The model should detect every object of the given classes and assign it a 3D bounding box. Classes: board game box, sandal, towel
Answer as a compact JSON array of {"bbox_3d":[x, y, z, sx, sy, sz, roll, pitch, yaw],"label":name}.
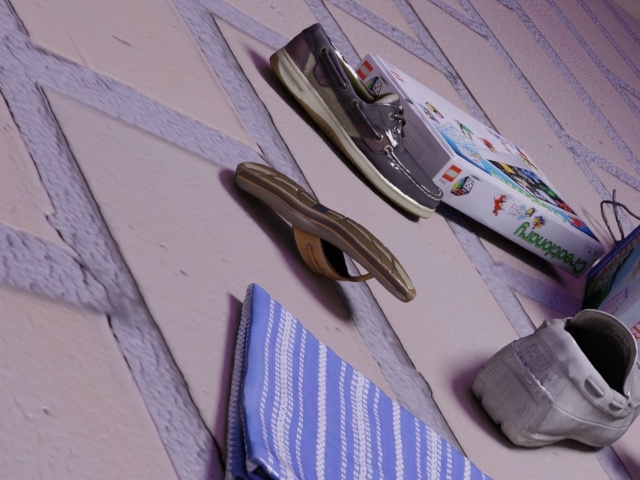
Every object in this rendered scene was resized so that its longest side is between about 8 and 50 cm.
[{"bbox_3d":[0.418,-0.005,1.785,0.066,0.318,0.318,44,18,-2],"label":"board game box"},{"bbox_3d":[0.000,0.000,1.316,0.180,0.049,0.072,34,11,10],"label":"sandal"},{"bbox_3d":[0.174,-0.080,1.808,0.305,0.053,0.193,27,22,-45],"label":"board game box"},{"bbox_3d":[0.075,0.182,1.106,0.336,0.040,0.243,40,19,-17],"label":"towel"}]

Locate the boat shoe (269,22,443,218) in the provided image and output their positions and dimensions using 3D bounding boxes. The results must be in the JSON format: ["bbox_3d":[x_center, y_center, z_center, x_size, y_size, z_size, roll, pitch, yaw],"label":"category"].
[{"bbox_3d":[0.047,-0.118,1.603,0.223,0.073,0.080,46,16,-4],"label":"boat shoe"}]

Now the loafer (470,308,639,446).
[{"bbox_3d":[0.244,0.120,1.473,0.112,0.111,0.319,52,20,17],"label":"loafer"}]

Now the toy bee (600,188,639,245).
[{"bbox_3d":[0.483,-0.020,2.071,0.298,0.162,0.195,-114,-173,-47],"label":"toy bee"}]
